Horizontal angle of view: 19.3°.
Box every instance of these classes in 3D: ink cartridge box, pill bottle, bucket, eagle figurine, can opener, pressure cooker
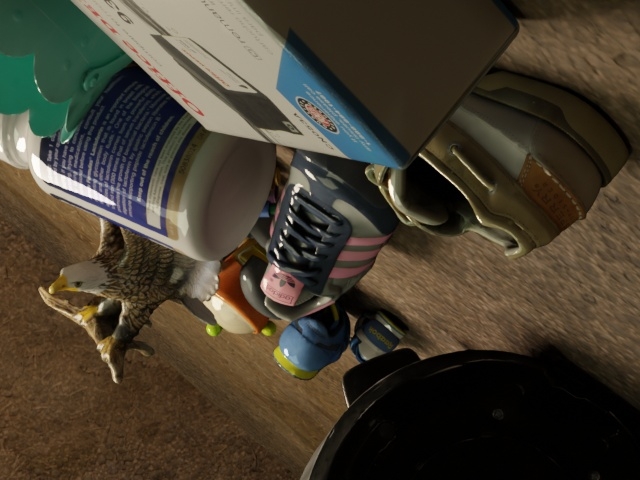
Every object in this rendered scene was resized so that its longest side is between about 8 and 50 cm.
[{"bbox_3d":[-0.050,-0.175,1.245,0.223,0.129,0.307,44,167,-25],"label":"ink cartridge box"},{"bbox_3d":[-0.188,-0.093,1.825,0.264,0.153,0.153,23,163,22],"label":"pill bottle"},{"bbox_3d":[-0.250,-0.231,1.509,0.281,0.183,0.281,37,168,9],"label":"bucket"},{"bbox_3d":[-0.215,0.005,2.122,0.226,0.298,0.225,19,-151,4],"label":"eagle figurine"},{"bbox_3d":[-0.075,-0.010,2.069,0.074,0.093,0.280,27,159,46],"label":"can opener"},{"bbox_3d":[0.149,0.318,1.942,0.375,0.370,0.420,21,169,0],"label":"pressure cooker"}]

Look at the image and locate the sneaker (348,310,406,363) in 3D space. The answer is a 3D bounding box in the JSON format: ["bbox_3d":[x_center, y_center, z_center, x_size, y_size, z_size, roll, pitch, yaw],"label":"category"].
[{"bbox_3d":[0.058,0.120,2.212,0.053,0.059,0.144,37,170,1],"label":"sneaker"}]

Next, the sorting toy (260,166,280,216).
[{"bbox_3d":[-0.055,-0.053,1.939,0.042,0.061,0.102,0,167,10],"label":"sorting toy"}]

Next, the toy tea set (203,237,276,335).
[{"bbox_3d":[-0.174,-0.001,2.292,0.336,0.124,0.200,36,168,12],"label":"toy tea set"}]

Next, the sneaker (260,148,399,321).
[{"bbox_3d":[0.000,0.000,1.754,0.112,0.131,0.319,36,168,12],"label":"sneaker"}]

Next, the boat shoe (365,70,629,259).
[{"bbox_3d":[0.081,-0.065,1.331,0.113,0.103,0.302,45,167,-28],"label":"boat shoe"}]

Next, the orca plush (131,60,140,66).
[{"bbox_3d":[-0.236,-0.146,1.980,0.287,0.102,0.151,31,166,32],"label":"orca plush"}]

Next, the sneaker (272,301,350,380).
[{"bbox_3d":[0.009,0.098,2.208,0.069,0.082,0.209,37,-162,4],"label":"sneaker"}]

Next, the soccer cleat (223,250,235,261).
[{"bbox_3d":[-0.172,0.004,2.473,0.179,0.060,0.072,30,164,48],"label":"soccer cleat"}]
